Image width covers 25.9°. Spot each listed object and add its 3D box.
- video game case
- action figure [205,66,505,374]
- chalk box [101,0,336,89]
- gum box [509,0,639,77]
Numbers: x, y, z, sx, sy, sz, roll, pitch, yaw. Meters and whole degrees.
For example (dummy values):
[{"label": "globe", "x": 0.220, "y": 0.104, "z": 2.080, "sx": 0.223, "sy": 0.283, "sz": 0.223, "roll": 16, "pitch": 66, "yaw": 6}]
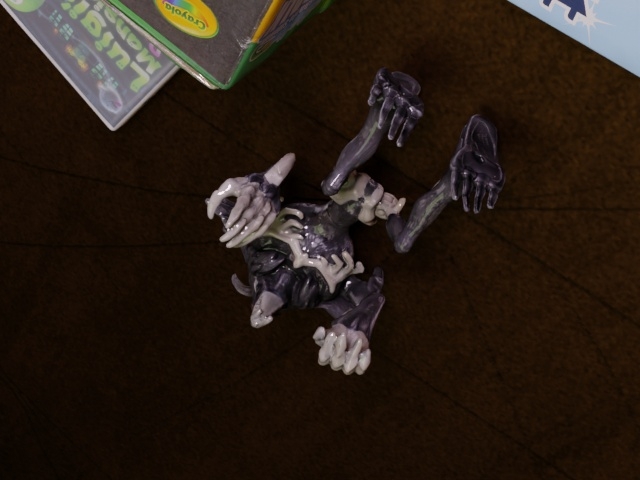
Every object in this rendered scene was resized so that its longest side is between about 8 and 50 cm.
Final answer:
[{"label": "video game case", "x": -0.175, "y": -0.195, "z": 1.048, "sx": 0.190, "sy": 0.022, "sz": 0.173, "roll": 49, "pitch": 137, "yaw": -5}, {"label": "action figure", "x": 0.000, "y": 0.000, "z": 0.985, "sx": 0.164, "sy": 0.141, "sz": 0.276, "roll": 41, "pitch": 134, "yaw": -3}, {"label": "chalk box", "x": -0.051, "y": -0.228, "z": 0.822, "sx": 0.180, "sy": 0.179, "sz": 0.289, "roll": 40, "pitch": 138, "yaw": 3}, {"label": "gum box", "x": 0.170, "y": -0.186, "z": 0.787, "sx": 0.184, "sy": 0.041, "sz": 0.157, "roll": 33, "pitch": 135, "yaw": 13}]
